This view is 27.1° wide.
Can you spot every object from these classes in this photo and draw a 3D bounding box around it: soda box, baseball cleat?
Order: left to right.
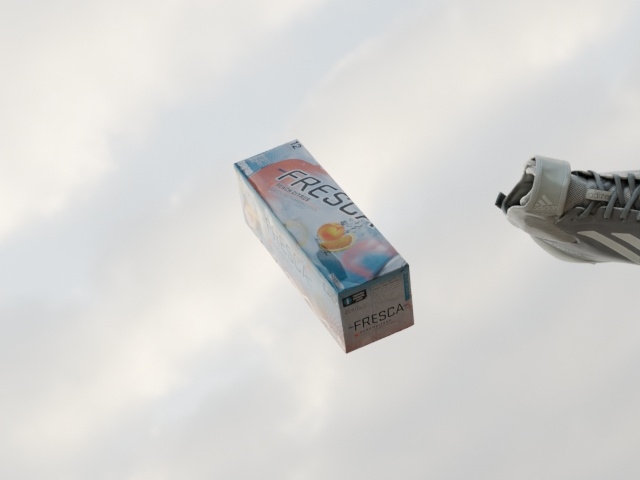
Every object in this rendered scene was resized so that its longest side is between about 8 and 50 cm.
[{"bbox_3d":[0.000,0.000,0.983,0.058,0.183,0.063,-23,-48,-16],"label":"soda box"},{"bbox_3d":[0.201,-0.020,0.887,0.109,0.206,0.072,24,-111,-32],"label":"baseball cleat"}]
